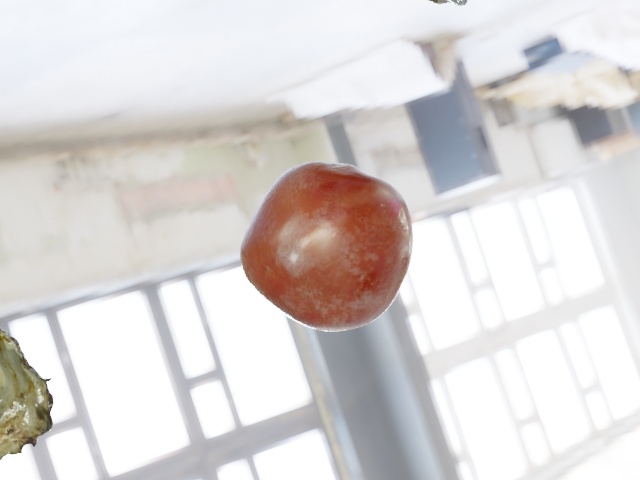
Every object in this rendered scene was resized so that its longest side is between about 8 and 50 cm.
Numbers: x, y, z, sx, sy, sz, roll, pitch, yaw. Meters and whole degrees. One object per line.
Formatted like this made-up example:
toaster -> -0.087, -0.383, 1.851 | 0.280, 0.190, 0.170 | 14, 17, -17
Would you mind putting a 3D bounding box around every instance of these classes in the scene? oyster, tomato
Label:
oyster -> -0.296, 0.104, 1.316 | 0.105, 0.177, 0.056 | -45, -177, 26
tomato -> 0.000, 0.000, 1.587 | 0.151, 0.187, 0.187 | -25, 180, -32

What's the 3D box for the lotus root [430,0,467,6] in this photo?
lotus root -> 0.050, -0.402, 1.697 | 0.175, 0.349, 0.175 | -55, -178, 3
